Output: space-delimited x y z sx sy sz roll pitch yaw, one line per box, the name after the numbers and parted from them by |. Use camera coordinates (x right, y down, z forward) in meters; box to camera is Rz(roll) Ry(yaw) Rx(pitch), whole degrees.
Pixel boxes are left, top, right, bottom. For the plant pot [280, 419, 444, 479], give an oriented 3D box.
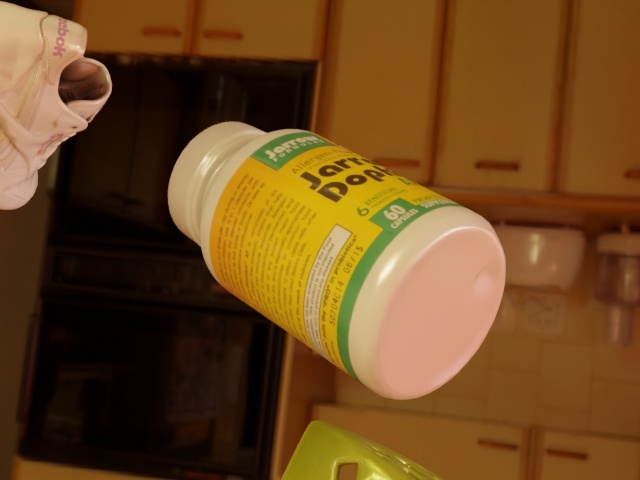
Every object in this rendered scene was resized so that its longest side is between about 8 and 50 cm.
0.076 0.326 0.954 0.207 0.227 0.228 17 168 42 | plant pot

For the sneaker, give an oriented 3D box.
-0.282 -0.113 1.001 0.152 0.114 0.305 4 154 -10 | sneaker

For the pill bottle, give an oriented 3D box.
0.000 0.000 0.634 0.208 0.118 0.117 31 -168 40 | pill bottle
